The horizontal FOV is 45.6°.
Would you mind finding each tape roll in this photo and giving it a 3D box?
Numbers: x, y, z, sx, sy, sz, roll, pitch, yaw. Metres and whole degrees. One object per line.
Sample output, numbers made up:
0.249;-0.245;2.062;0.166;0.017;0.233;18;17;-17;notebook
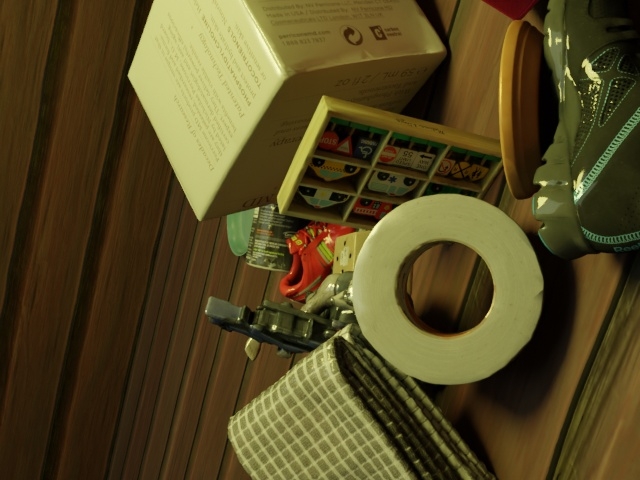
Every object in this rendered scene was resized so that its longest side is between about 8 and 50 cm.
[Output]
0.150;0.056;0.896;0.072;0.219;0.219;10;-91;-73;tape roll

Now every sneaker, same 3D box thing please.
0.308;-0.145;0.779;0.140;0.125;0.340;-6;71;37;sneaker
0.000;0.000;1.376;0.107;0.118;0.279;-122;46;-56;sneaker

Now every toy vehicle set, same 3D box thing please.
0.095;-0.085;1.008;0.035;0.267;0.166;-105;33;-46;toy vehicle set

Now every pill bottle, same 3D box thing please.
-0.069;-0.061;1.544;0.130;0.130;0.245;-167;87;-67;pill bottle

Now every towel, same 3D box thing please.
0.040;0.278;0.951;0.283;0.121;0.235;51;122;9;towel

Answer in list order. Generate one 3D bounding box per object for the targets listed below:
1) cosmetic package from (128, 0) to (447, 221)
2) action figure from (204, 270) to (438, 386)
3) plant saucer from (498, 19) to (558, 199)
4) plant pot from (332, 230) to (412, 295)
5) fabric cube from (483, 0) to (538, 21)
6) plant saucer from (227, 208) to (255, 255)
-0.074;-0.294;1.279;0.327;0.329;0.393;61;144;16;cosmetic package
-0.001;0.104;1.105;0.330;0.341;0.178;-37;35;59;action figure
0.238;-0.146;0.855;0.037;0.200;0.199;0;78;25;plant saucer
0.078;0.034;1.213;0.109;0.096;0.109;164;113;-65;plant pot
0.189;-0.472;0.907;0.254;0.258;0.259;-50;37;35;fabric cube
-0.162;-0.115;1.889;0.317;0.044;0.317;-170;90;-67;plant saucer
